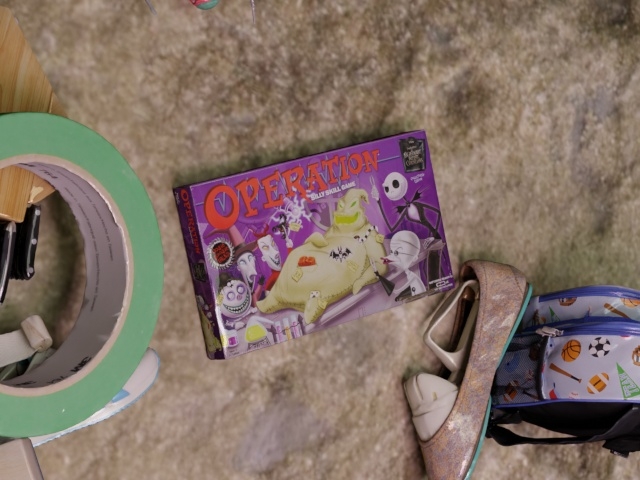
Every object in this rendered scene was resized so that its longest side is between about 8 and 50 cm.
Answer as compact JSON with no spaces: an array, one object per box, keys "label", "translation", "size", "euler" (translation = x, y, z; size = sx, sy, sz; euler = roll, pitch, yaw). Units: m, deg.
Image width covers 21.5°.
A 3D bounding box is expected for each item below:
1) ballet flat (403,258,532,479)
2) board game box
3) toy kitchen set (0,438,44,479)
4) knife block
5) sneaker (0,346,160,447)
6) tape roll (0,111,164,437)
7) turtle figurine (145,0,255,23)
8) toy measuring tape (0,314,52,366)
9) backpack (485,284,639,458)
[{"label":"ballet flat","translation":[0.166,0.165,2.102],"size":[0.106,0.107,0.316],"euler":[27,67,-16]},{"label":"board game box","translation":[0.000,0.000,2.015],"size":[0.347,0.056,0.208],"euler":[-16,94,-33]},{"label":"toy kitchen set","translation":[-0.317,0.320,1.761],"size":[0.122,0.166,0.207],"euler":[-19,84,3]},{"label":"knife block","translation":[-0.372,-0.075,1.737],"size":[0.242,0.088,0.275],"euler":[-37,110,-30]},{"label":"sneaker","translation":[-0.273,0.152,1.802],"size":[0.229,0.087,0.092],"euler":[-22,101,-34]},{"label":"tape roll","translation":[-0.303,0.033,1.671],"size":[0.321,0.077,0.321],"euler":[-2,93,-42]},{"label":"turtle figurine","translation":[-0.154,-0.340,1.879],"size":[0.175,0.118,0.234],"euler":[-16,99,8]},{"label":"toy measuring tape","translation":[-0.424,0.108,1.668],"size":[0.330,0.121,0.121],"euler":[-16,98,-25]},{"label":"backpack","translation":[0.376,0.170,2.134],"size":[0.276,0.263,0.213],"euler":[10,83,-33]}]
